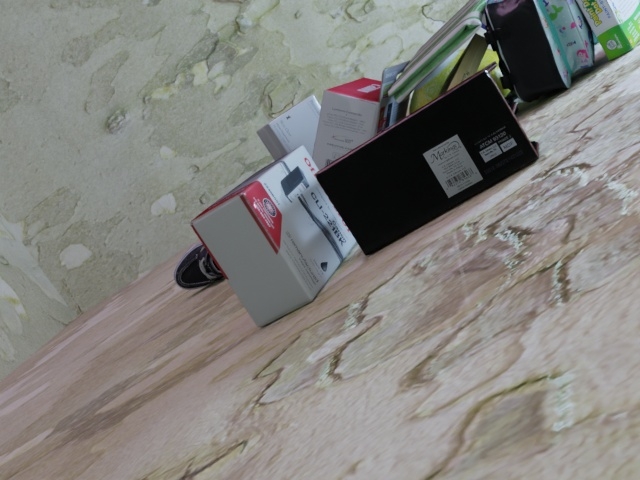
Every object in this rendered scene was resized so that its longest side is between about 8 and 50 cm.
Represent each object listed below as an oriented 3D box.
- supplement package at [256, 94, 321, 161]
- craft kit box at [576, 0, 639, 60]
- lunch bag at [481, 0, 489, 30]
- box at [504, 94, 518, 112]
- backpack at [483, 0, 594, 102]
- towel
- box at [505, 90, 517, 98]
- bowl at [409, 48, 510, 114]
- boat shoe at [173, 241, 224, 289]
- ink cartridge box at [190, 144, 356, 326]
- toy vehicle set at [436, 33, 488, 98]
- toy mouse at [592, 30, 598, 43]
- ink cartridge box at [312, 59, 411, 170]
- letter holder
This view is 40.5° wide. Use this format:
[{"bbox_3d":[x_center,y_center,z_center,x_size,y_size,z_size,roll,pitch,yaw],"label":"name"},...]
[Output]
[{"bbox_3d":[-0.027,-0.229,2.307,0.145,0.262,0.204,-36,9,-11],"label":"supplement package"},{"bbox_3d":[0.553,-0.499,1.694,0.061,0.246,0.250,-29,8,38],"label":"craft kit box"},{"bbox_3d":[0.597,-0.607,2.054,0.386,0.238,0.328,-15,-1,-25],"label":"lunch bag"},{"bbox_3d":[0.318,-0.221,1.712,0.114,0.036,0.207,-29,9,30],"label":"box"},{"bbox_3d":[0.432,-0.411,1.715,0.191,0.225,0.253,-21,15,19],"label":"backpack"},{"bbox_3d":[0.262,-0.417,1.800,0.248,0.038,0.325,-42,8,31],"label":"towel"},{"bbox_3d":[0.461,-0.371,2.025,0.105,0.043,0.179,-36,10,-12],"label":"box"},{"bbox_3d":[0.297,-0.350,1.976,0.289,0.156,0.289,-42,10,10],"label":"bowl"},{"bbox_3d":[-0.257,0.050,2.154,0.301,0.108,0.102,-26,14,24],"label":"boat shoe"},{"bbox_3d":[-0.062,-0.016,1.408,0.114,0.197,0.273,-28,10,26],"label":"ink cartridge box"},{"bbox_3d":[0.249,-0.266,1.723,0.267,0.035,0.166,-63,1,-26],"label":"toy vehicle set"},{"bbox_3d":[0.598,-0.456,1.990,0.161,0.031,0.143,-23,8,7],"label":"toy mouse"},{"bbox_3d":[0.101,-0.276,1.942,0.130,0.271,0.309,15,19,14],"label":"ink cartridge box"},{"bbox_3d":[0.176,-0.137,1.371,0.302,0.152,0.214,-30,7,21],"label":"letter holder"}]
